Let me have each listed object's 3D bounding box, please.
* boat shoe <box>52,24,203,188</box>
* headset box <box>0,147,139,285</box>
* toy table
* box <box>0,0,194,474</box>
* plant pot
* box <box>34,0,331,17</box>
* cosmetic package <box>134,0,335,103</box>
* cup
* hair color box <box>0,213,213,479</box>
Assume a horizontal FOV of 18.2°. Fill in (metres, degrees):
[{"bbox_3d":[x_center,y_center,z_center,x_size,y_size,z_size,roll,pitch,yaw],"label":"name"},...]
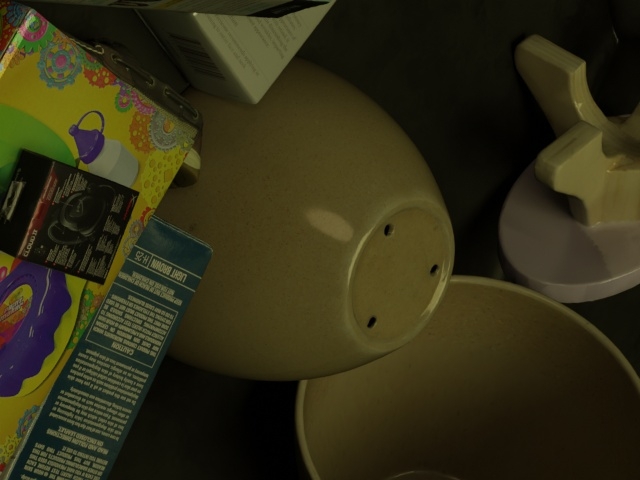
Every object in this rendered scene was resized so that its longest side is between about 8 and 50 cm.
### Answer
[{"bbox_3d":[-0.171,-0.118,1.529,0.223,0.080,0.073,37,52,-40],"label":"boat shoe"},{"bbox_3d":[-0.155,-0.014,1.188,0.083,0.032,0.062,20,91,-48],"label":"headset box"},{"bbox_3d":[0.287,-0.079,1.931,0.274,0.252,0.161,-51,154,-37],"label":"toy table"},{"bbox_3d":[-0.289,-0.016,1.282,0.177,0.279,0.290,39,78,-48],"label":"box"},{"bbox_3d":[0.000,0.000,1.673,0.284,0.191,0.284,-22,121,-41],"label":"plant pot"},{"bbox_3d":[-0.121,-0.203,1.448,0.244,0.100,0.060,1,88,-25],"label":"box"},{"bbox_3d":[-0.038,-0.236,1.610,0.231,0.085,0.117,-54,137,-19],"label":"cosmetic package"},{"bbox_3d":[0.125,0.232,1.857,0.331,0.331,0.237,-37,157,-31],"label":"cup"},{"bbox_3d":[-0.237,0.121,1.481,0.105,0.174,0.347,30,84,-51],"label":"hair color box"}]
